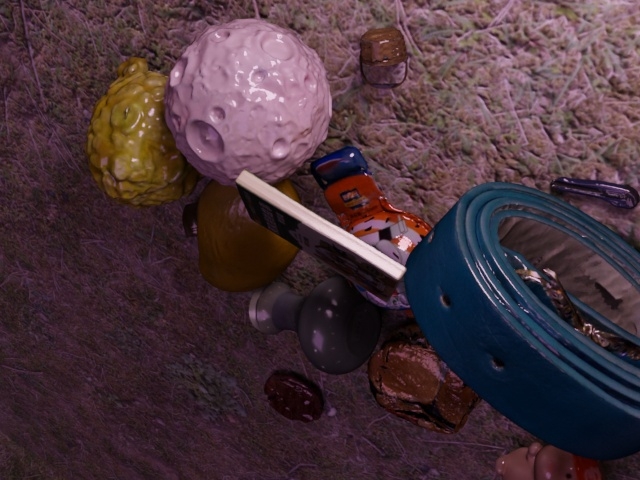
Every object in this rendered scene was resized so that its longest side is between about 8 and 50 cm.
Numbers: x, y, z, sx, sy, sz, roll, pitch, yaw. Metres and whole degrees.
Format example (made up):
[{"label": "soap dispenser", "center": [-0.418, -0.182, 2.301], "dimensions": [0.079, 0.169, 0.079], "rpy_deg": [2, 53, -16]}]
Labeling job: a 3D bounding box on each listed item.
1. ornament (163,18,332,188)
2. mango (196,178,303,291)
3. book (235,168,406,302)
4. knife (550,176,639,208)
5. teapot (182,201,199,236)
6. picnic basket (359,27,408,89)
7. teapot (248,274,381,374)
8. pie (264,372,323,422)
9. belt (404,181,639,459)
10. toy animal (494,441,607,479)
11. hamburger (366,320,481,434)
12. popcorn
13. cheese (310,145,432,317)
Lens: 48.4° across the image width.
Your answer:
[{"label": "ornament", "center": [-0.112, -0.202, 1.086], "dimensions": [0.260, 0.225, 0.259], "rpy_deg": [19, 133, 21]}, {"label": "mango", "center": [-0.128, -0.011, 1.310], "dimensions": [0.195, 0.142, 0.331], "rpy_deg": [13, 141, 1]}, {"label": "book", "center": [0.000, 0.000, 1.059], "dimensions": [0.264, 0.027, 0.202], "rpy_deg": [32, 170, 7]}, {"label": "knife", "center": [0.388, -0.071, 1.011], "dimensions": [0.121, 0.018, 0.031], "rpy_deg": [15, 129, 26]}, {"label": "teapot", "center": [-0.216, -0.042, 1.415], "dimensions": [0.110, 0.085, 0.080], "rpy_deg": [-12, 95, 8]}, {"label": "picnic basket", "center": [0.090, -0.257, 1.023], "dimensions": [0.072, 0.072, 0.083], "rpy_deg": [13, 129, 25]}, {"label": "teapot", "center": [-0.016, 0.147, 1.351], "dimensions": [0.251, 0.183, 0.183], "rpy_deg": [8, 128, 41]}, {"label": "pie", "center": [-0.060, 0.361, 1.636], "dimensions": [0.154, 0.038, 0.153], "rpy_deg": [16, 132, 19]}, {"label": "belt", "center": [0.334, 0.105, 0.986], "dimensions": [0.437, 0.300, 0.173], "rpy_deg": [38, 138, -3]}, {"label": "toy animal", "center": [0.434, 0.450, 1.299], "dimensions": [0.171, 0.171, 0.198], "rpy_deg": [52, 141, -12]}, {"label": "hamburger", "center": [0.200, 0.251, 1.331], "dimensions": [0.231, 0.107, 0.230], "rpy_deg": [19, 130, 25]}, {"label": "popcorn", "center": [-0.305, -0.188, 1.244], "dimensions": [0.237, 0.206, 0.251], "rpy_deg": [112, 148, -67]}, {"label": "cheese", "center": [0.098, -0.005, 1.174], "dimensions": [0.217, 0.129, 0.329], "rpy_deg": [-16, 113, 39]}]
